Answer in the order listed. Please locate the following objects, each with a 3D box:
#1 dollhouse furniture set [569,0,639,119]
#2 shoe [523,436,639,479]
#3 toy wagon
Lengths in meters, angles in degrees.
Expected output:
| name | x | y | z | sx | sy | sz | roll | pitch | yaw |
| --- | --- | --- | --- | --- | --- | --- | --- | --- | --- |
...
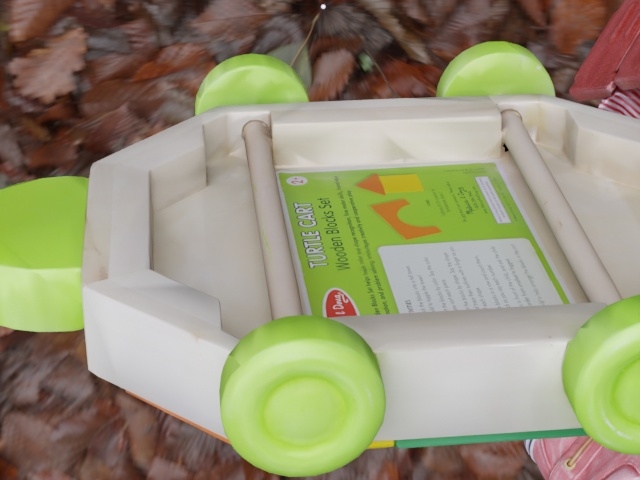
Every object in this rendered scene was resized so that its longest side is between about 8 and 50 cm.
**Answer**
| name | x | y | z | sx | sy | sz | roll | pitch | yaw |
| --- | --- | --- | --- | --- | --- | --- | --- | --- | --- |
| dollhouse furniture set | 0.279 | -0.013 | 1.278 | 0.201 | 0.152 | 0.374 | 34 | 78 | -16 |
| shoe | 0.194 | 0.086 | 0.797 | 0.178 | 0.081 | 0.063 | -36 | 134 | 11 |
| toy wagon | 0.000 | 0.000 | 0.617 | 0.344 | 0.267 | 0.068 | -4 | 118 | -5 |
